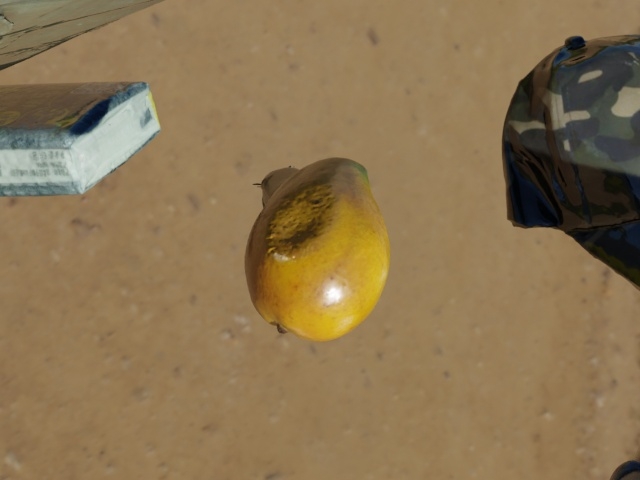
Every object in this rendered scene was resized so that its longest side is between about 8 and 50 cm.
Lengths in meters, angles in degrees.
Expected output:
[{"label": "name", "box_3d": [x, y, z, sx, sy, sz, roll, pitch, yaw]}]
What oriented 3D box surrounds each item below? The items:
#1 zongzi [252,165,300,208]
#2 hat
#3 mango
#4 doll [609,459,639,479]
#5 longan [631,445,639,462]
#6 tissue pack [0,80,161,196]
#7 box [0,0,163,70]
[{"label": "zongzi", "box_3d": [-0.018, 0.006, 1.657, 0.081, 0.189, 0.178, -16, 107, -15]}, {"label": "hat", "box_3d": [0.442, -0.093, 1.665, 0.366, 0.382, 0.257, -36, 128, -21]}, {"label": "mango", "box_3d": [-0.006, 0.004, 1.035, 0.089, 0.115, 0.165, 49, 15, -38]}, {"label": "doll", "box_3d": [0.254, 0.222, 1.052, 0.114, 0.085, 0.152, 14, 18, 1]}, {"label": "longan", "box_3d": [0.531, 0.354, 1.660, 0.361, 0.361, 0.361, 29, 45, -34]}, {"label": "tissue pack", "box_3d": [-0.333, -0.116, 1.539, 0.185, 0.257, 0.081, -49, 134, -56]}, {"label": "box", "box_3d": [-0.212, -0.178, 0.811, 0.149, 0.231, 0.155, -19, 94, -45]}]
